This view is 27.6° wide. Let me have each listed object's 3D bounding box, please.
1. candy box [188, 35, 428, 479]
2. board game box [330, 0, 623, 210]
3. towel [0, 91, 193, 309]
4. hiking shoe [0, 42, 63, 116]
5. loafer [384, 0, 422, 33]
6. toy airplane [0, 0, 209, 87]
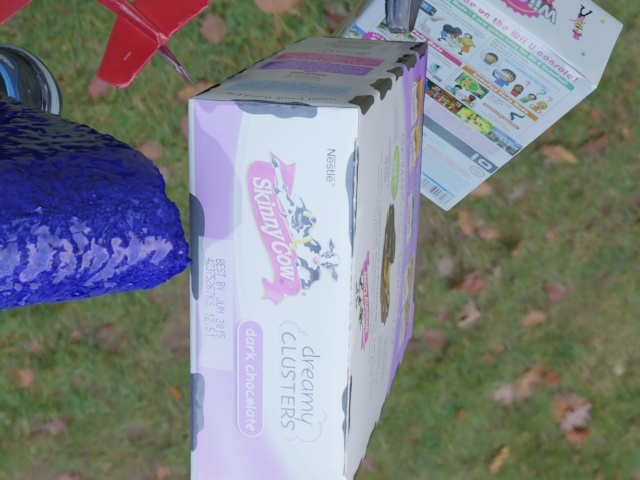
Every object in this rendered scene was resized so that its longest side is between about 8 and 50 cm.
[{"bbox_3d":[0.000,0.000,0.595,0.070,0.196,0.165,5,106,11],"label":"candy box"},{"bbox_3d":[0.133,-0.184,1.367,0.224,0.097,0.303,35,149,-8],"label":"board game box"},{"bbox_3d":[-0.230,-0.003,0.464,0.308,0.227,0.076,-7,110,-35],"label":"towel"},{"bbox_3d":[-0.318,-0.023,0.957,0.304,0.113,0.132,-57,173,6],"label":"hiking shoe"},{"bbox_3d":[0.097,-0.256,1.107,0.061,0.062,0.170,16,99,11],"label":"loafer"},{"bbox_3d":[-0.119,-0.128,0.629,0.151,0.151,0.028,-15,169,-11],"label":"toy airplane"}]
